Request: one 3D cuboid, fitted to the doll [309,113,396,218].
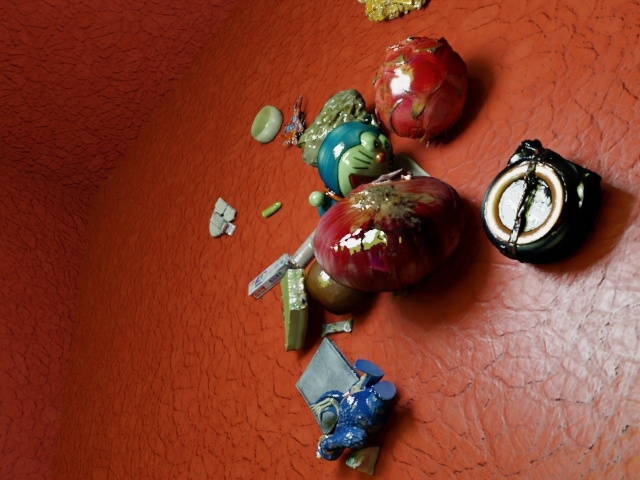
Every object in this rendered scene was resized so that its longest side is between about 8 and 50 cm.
[{"bbox_3d":[0.077,-0.166,1.567,0.186,0.199,0.321,37,114,43],"label":"doll"}]

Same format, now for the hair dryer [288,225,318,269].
[{"bbox_3d":[0.008,-0.009,1.626,0.195,0.054,0.220,-50,4,-14],"label":"hair dryer"}]

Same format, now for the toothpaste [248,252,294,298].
[{"bbox_3d":[-0.153,0.112,1.901,0.196,0.040,0.047,-39,37,33],"label":"toothpaste"}]

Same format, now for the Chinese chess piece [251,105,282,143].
[{"bbox_3d":[-0.200,-0.433,2.290,0.144,0.058,0.144,-33,43,38],"label":"Chinese chess piece"}]

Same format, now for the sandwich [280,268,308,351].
[{"bbox_3d":[-0.068,0.141,1.659,0.245,0.063,0.212,-101,14,-44],"label":"sandwich"}]

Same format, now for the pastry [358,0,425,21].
[{"bbox_3d":[0.226,-0.757,1.870,0.250,0.102,0.154,9,88,52],"label":"pastry"}]

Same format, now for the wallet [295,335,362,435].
[{"bbox_3d":[0.024,0.361,1.513,0.167,0.036,0.222,-60,33,9],"label":"wallet"}]

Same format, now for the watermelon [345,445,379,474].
[{"bbox_3d":[0.092,0.484,1.326,0.061,0.085,0.085,50,116,16],"label":"watermelon"}]

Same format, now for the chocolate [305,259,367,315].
[{"bbox_3d":[0.050,0.094,1.536,0.177,0.177,0.176,-31,46,40],"label":"chocolate"}]

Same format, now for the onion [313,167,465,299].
[{"bbox_3d":[0.163,0.008,1.377,0.348,0.285,0.347,-16,29,9],"label":"onion"}]

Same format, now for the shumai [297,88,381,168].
[{"bbox_3d":[0.082,-0.293,1.752,0.218,0.189,0.255,33,88,36],"label":"shumai"}]

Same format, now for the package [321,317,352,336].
[{"bbox_3d":[0.041,0.227,1.588,0.110,0.015,0.037,-20,49,45],"label":"package"}]

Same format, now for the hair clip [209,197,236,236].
[{"bbox_3d":[-0.380,-0.076,2.321,0.220,0.054,0.140,35,103,58],"label":"hair clip"}]

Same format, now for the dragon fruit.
[{"bbox_3d":[0.243,-0.370,1.495,0.241,0.241,0.252,31,96,56],"label":"dragon fruit"}]

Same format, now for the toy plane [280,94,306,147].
[{"bbox_3d":[-0.082,-0.413,2.116,0.130,0.061,0.189,-1,65,54],"label":"toy plane"}]

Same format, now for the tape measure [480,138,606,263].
[{"bbox_3d":[0.415,-0.063,1.163,0.202,0.135,0.222,43,108,44],"label":"tape measure"}]

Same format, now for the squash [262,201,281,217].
[{"bbox_3d":[-0.161,-0.106,2.059,0.083,0.027,0.027,-31,47,39],"label":"squash"}]

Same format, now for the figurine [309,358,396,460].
[{"bbox_3d":[0.077,0.391,1.350,0.262,0.121,0.164,-52,31,32],"label":"figurine"}]

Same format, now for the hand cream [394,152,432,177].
[{"bbox_3d":[0.231,-0.177,1.577,0.057,0.037,0.165,-53,43,18],"label":"hand cream"}]
